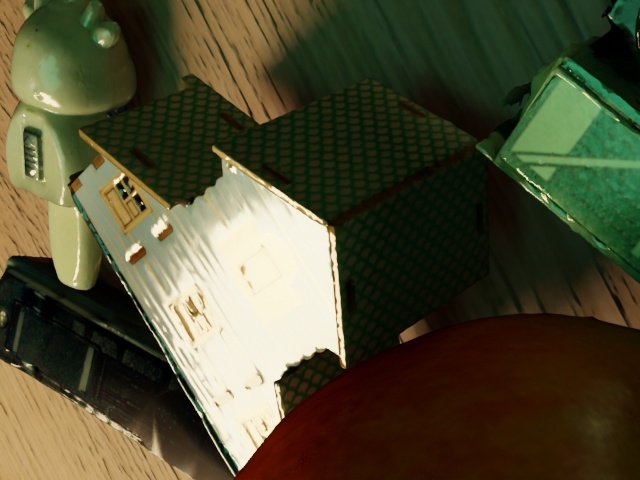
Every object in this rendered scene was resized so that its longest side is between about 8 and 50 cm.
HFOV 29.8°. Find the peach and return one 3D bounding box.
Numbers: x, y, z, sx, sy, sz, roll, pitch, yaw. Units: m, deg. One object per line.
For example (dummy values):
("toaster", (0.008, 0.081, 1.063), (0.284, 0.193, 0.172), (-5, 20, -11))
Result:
("peach", (0.098, 0.229, 0.560), (0.388, 0.388, 0.388), (19, 121, 35))

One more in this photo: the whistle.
("whistle", (-0.181, -0.079, 0.898), (0.110, 0.092, 0.244), (19, 120, 33))

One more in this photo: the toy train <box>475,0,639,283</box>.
("toy train", (0.216, -0.033, 0.554), (0.269, 0.115, 0.154), (41, 133, 13))

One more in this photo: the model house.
("model house", (0.000, 0.000, 0.708), (0.206, 0.178, 0.271), (-36, 82, 51))

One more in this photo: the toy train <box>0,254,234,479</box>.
("toy train", (-0.095, 0.120, 0.914), (0.409, 0.089, 0.086), (23, 101, 32))
